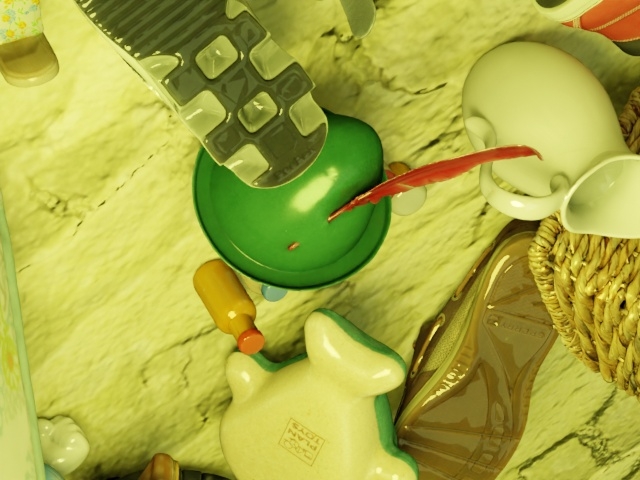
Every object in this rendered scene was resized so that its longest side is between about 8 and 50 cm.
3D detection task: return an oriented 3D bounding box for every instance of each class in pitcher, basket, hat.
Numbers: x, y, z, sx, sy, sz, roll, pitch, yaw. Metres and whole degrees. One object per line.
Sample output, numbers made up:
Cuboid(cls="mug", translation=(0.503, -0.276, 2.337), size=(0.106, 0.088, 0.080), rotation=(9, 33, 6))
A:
Cuboid(cls="pitcher", translation=(0.189, -0.087, 1.351), size=(0.178, 0.207, 0.125), rotation=(-3, 128, -29))
Cuboid(cls="basket", translation=(0.345, -0.001, 1.511), size=(0.299, 0.223, 0.213), rotation=(-54, 170, -21))
Cuboid(cls="hat", translation=(0.019, -0.070, 1.241), size=(0.208, 0.173, 0.183), rotation=(-25, 173, -27))

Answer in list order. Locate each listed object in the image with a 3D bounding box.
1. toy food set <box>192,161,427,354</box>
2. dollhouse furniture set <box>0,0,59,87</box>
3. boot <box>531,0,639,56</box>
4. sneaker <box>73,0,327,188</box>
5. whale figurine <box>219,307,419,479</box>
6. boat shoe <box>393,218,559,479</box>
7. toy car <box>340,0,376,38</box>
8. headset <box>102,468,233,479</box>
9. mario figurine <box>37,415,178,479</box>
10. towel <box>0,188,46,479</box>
Cuboid(cls="toy food set", translation=(0.000, 0.000, 1.386), size=(0.232, 0.104, 0.111), rotation=(-25, 136, -10))
Cuboid(cls="dollhouse furniture set", translation=(-0.293, -0.169, 1.022), size=(0.242, 0.161, 0.212), rotation=(-19, 134, -17))
Cuboid(cls="boot", translation=(0.327, -0.252, 1.348), size=(0.176, 0.088, 0.244), rotation=(17, 142, -41))
Cuboid(cls="sneaker", translation=(-0.123, -0.188, 1.130), size=(0.122, 0.146, 0.330), rotation=(-34, 126, -7))
Cuboid(cls="whale figurine", translation=(0.012, 0.157, 1.475), size=(0.141, 0.216, 0.272), rotation=(-47, 165, -42))
Cuboid(cls="boat shoe", translation=(0.152, 0.130, 1.578), size=(0.123, 0.123, 0.342), rotation=(18, 109, -12))
Cuboid(cls="toy car", translation=(0.027, -0.233, 1.140), size=(0.149, 0.188, 0.155), rotation=(21, 114, -41))
Cuboid(cls="headset", translation=(-0.207, 0.351, 1.500), size=(0.394, 0.243, 0.185), rotation=(6, 144, -18))
Cuboid(cls="mario figurine", translation=(-0.285, 0.211, 1.347), size=(0.321, 0.170, 0.198), rotation=(2, 156, -5))
Cuboid(cls="towel", translation=(-0.288, 0.120, 1.082), size=(0.090, 0.374, 0.320), rotation=(-8, 180, 7))
